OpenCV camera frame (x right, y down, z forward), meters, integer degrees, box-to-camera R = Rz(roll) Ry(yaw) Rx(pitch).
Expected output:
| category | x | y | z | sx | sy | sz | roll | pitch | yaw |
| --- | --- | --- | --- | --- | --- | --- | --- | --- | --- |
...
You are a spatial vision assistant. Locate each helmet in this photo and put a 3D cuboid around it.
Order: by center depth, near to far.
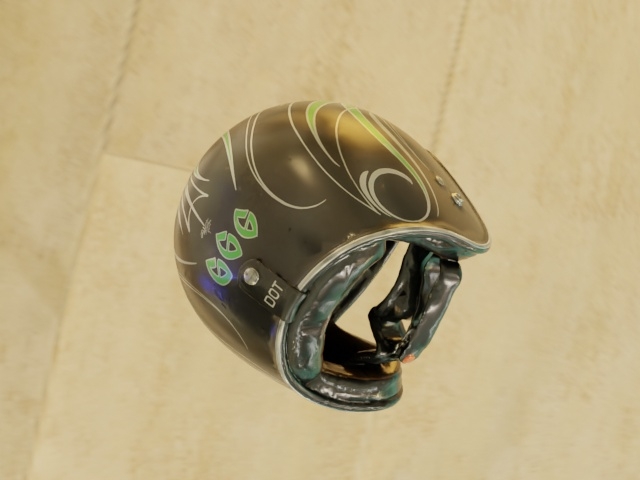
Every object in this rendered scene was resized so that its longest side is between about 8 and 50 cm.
| category | x | y | z | sx | sy | sz | roll | pitch | yaw |
| --- | --- | --- | --- | --- | --- | --- | --- | --- | --- |
| helmet | 0.000 | 0.000 | 1.016 | 0.169 | 0.169 | 0.161 | -44 | 45 | 5 |
